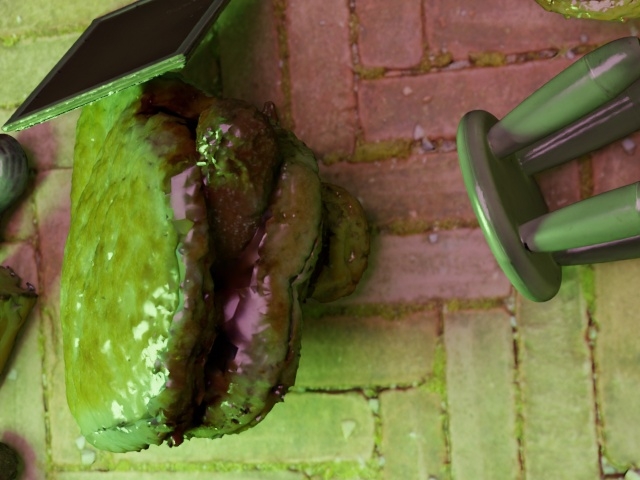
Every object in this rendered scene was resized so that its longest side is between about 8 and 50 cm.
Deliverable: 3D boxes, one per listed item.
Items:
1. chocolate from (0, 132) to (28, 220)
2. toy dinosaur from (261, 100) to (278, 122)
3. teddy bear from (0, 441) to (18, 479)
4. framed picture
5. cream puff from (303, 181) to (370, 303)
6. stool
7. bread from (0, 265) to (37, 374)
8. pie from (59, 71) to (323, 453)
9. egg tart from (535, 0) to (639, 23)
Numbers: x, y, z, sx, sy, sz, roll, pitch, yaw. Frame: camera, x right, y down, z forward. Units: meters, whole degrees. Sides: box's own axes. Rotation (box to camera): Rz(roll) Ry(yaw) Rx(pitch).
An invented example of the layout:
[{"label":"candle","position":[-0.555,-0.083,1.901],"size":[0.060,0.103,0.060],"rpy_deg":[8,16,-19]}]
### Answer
[{"label":"chocolate","position":[-0.390,-0.044,2.063],"size":[0.072,0.072,0.167],"rpy_deg":[33,98,26]},{"label":"toy dinosaur","position":[-0.086,-0.060,1.932],"size":[0.126,0.039,0.162],"rpy_deg":[-21,76,21]},{"label":"teddy bear","position":[-0.424,0.331,1.961],"size":[0.182,0.129,0.251],"rpy_deg":[-32,44,25]},{"label":"framed picture","position":[-0.194,-0.212,1.899],"size":[0.231,0.293,0.018],"rpy_deg":[-19,113,24]},{"label":"cream puff","position":[0.000,0.000,1.842],"size":[0.133,0.104,0.119],"rpy_deg":[-58,38,31]},{"label":"stool","position":[0.254,-0.064,1.681],"size":[0.198,0.195,0.195],"rpy_deg":[-23,74,17]},{"label":"bread","position":[-0.447,0.129,1.981],"size":[0.111,0.239,0.246],"rpy_deg":[33,100,20]},{"label":"pie","position":[-0.161,0.021,1.839],"size":[0.418,0.180,0.395],"rpy_deg":[16,97,60]},{"label":"egg tart","position":[0.295,-0.341,1.735],"size":[0.290,0.115,0.290],"rpy_deg":[-4,82,29]}]
